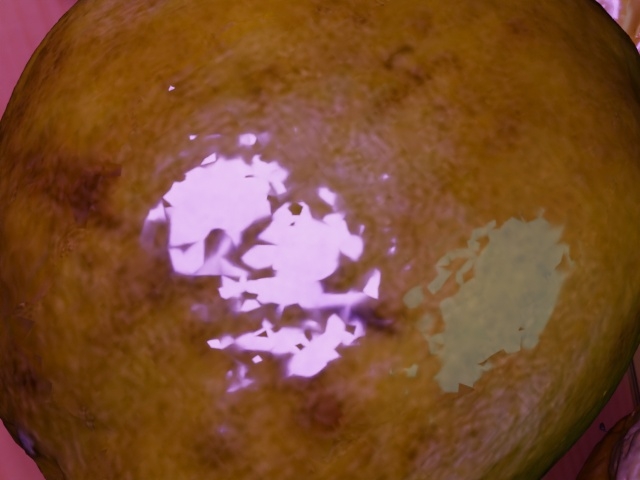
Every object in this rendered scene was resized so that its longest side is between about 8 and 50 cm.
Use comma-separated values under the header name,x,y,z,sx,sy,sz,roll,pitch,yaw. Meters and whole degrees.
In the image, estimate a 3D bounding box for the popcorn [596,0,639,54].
name,x,y,z,sx,sy,sz,roll,pitch,yaw
popcorn,0.256,-0.159,0.884,0.354,0.344,0.390,67,26,-20

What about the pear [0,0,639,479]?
name,x,y,z,sx,sy,sz,roll,pitch,yaw
pear,0.000,0.000,0.619,0.413,0.352,0.352,-49,125,-23

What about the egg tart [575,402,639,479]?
name,x,y,z,sx,sy,sz,roll,pitch,yaw
egg tart,0.352,0.282,1.170,0.319,0.128,0.319,-4,96,-47
